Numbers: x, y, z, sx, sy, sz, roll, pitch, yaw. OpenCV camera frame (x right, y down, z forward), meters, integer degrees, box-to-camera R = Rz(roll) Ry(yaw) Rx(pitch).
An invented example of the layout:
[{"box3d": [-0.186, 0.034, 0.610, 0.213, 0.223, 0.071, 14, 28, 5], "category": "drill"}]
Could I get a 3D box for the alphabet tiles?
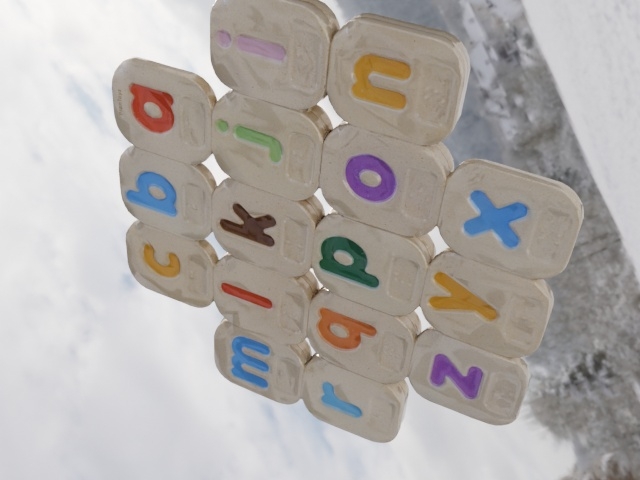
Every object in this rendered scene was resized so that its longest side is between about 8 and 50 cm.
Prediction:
[{"box3d": [0.000, 0.000, 0.473, 0.021, 0.278, 0.284, -50, -28, -48], "category": "alphabet tiles"}]
